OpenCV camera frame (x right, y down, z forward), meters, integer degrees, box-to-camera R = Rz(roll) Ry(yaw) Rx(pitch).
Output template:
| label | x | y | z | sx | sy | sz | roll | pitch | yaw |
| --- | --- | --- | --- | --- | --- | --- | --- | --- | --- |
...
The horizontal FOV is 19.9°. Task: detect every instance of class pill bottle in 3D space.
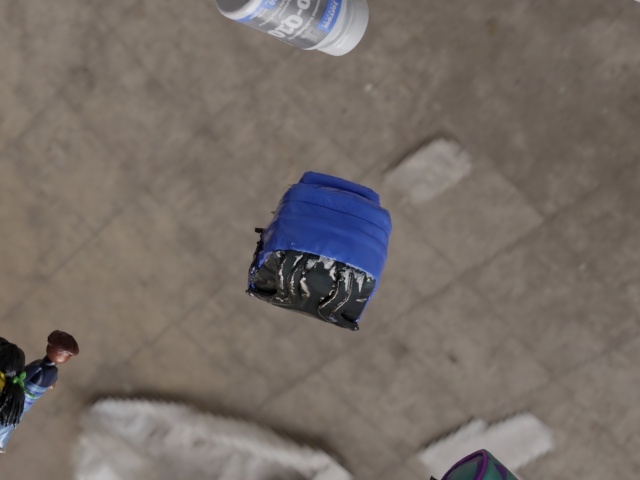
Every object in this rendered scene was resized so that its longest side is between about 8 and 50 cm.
| label | x | y | z | sx | sy | sz | roll | pitch | yaw |
| --- | --- | --- | --- | --- | --- | --- | --- | --- | --- |
| pill bottle | -0.025 | -0.224 | 1.710 | 0.137 | 0.078 | 0.078 | 18 | 159 | -40 |

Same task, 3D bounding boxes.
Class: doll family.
| label | x | y | z | sx | sy | sz | roll | pitch | yaw |
| --- | --- | --- | --- | --- | --- | --- | --- | --- | --- |
| doll family | -0.247 | 0.112 | 1.369 | 0.076 | 0.193 | 0.111 | 33 | 97 | 1 |

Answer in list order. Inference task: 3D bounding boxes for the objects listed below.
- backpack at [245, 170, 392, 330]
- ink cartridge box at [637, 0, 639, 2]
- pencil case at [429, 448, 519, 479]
| label | x | y | z | sx | sy | sz | roll | pitch | yaw |
| --- | --- | --- | --- | --- | --- | --- | --- | --- | --- |
| backpack | 0.000 | 0.000 | 1.357 | 0.098 | 0.101 | 0.120 | 12 | 162 | -5 |
| ink cartridge box | 0.116 | -0.265 | 1.156 | 0.306 | 0.131 | 0.226 | 19 | -177 | -6 |
| pencil case | 0.159 | 0.242 | 1.520 | 0.151 | 0.070 | 0.064 | 44 | 156 | -23 |
